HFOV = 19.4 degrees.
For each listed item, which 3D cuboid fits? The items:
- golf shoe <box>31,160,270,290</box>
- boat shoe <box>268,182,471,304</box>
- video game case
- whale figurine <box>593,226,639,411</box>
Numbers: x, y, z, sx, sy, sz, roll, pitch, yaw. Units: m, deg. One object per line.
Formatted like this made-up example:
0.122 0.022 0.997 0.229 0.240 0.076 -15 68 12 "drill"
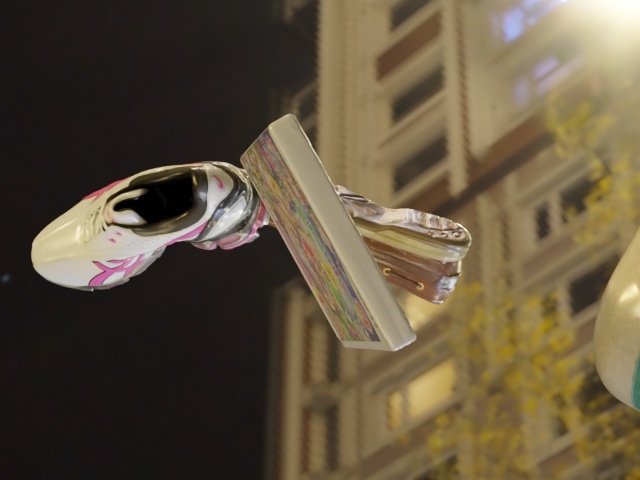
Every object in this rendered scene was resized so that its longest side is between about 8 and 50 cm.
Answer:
-0.130 -0.017 1.276 0.086 0.186 0.067 24 -127 -56 "golf shoe"
0.019 -0.001 1.363 0.178 0.060 0.064 18 -159 14 "boat shoe"
0.000 0.000 0.681 0.087 0.011 0.122 61 172 -1 "video game case"
0.311 0.014 1.384 0.141 0.272 0.216 28 -165 24 "whale figurine"
